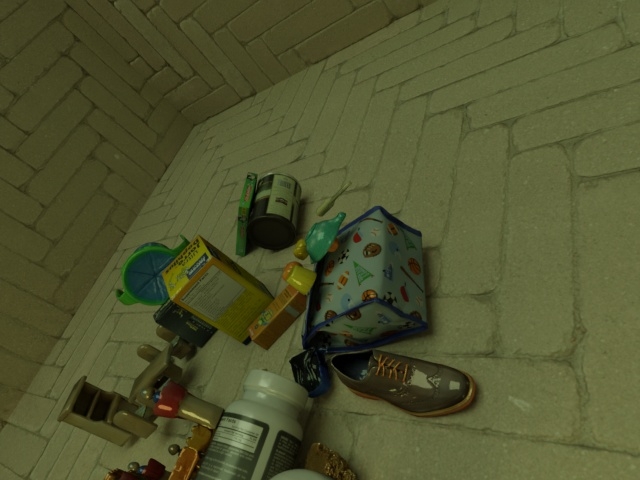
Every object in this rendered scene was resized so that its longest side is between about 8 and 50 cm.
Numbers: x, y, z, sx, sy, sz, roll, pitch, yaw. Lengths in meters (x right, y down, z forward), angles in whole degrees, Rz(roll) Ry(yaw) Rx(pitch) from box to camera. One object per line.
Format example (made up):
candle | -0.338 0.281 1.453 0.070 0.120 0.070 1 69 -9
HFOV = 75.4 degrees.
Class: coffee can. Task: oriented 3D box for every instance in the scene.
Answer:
coffee can | -0.190 -0.126 1.749 0.202 0.201 0.275 -23 41 27

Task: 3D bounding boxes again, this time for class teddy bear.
teddy bear | -0.026 0.651 0.943 0.245 0.113 0.338 -23 39 55

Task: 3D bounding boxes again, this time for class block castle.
block castle | -0.417 0.562 1.126 0.453 0.213 0.303 118 174 -64

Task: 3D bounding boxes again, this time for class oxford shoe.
oxford shoe | 0.182 0.336 1.006 0.364 0.133 0.130 -9 49 38

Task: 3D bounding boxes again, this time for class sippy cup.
sippy cup | -0.661 0.110 1.645 0.306 0.240 0.224 -9 18 -22

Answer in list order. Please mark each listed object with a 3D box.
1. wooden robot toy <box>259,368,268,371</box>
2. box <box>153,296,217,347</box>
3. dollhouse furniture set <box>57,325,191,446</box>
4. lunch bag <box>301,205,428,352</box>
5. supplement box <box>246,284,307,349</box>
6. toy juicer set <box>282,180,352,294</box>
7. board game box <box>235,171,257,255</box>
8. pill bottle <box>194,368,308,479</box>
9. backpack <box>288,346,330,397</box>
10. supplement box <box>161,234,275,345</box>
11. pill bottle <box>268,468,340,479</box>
wooden robot toy | -0.195 0.496 1.298 0.079 0.076 0.173 119 162 -46
box | -0.500 0.291 1.623 0.183 0.232 0.059 -48 34 -5
dollhouse furniture set | -0.708 0.528 1.526 0.394 0.256 0.362 -45 25 11
lunch bag | 0.092 0.135 1.215 0.385 0.239 0.327 -33 36 42
supplement box | -0.146 0.262 1.441 0.233 0.080 0.078 -48 34 0
toy juicer set | 0.000 0.000 1.191 0.329 0.089 0.209 -62 12 -11
board game box | -0.328 -0.110 1.826 0.317 0.046 0.213 107 170 -48
pill bottle | -0.165 0.519 1.000 0.210 0.210 0.363 -9 46 39
backpack | -0.018 0.384 1.182 0.098 0.101 0.120 -35 43 18
supplement box | -0.350 0.180 1.481 0.194 0.356 0.195 -47 37 -3
pill bottle | 0.062 0.549 0.691 0.229 0.408 0.229 -26 41 25
